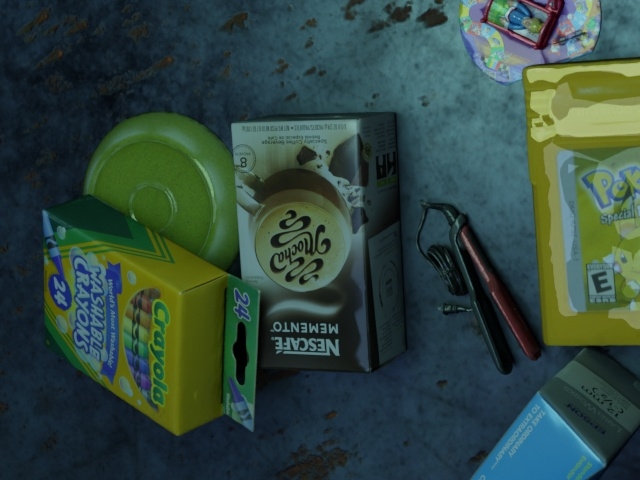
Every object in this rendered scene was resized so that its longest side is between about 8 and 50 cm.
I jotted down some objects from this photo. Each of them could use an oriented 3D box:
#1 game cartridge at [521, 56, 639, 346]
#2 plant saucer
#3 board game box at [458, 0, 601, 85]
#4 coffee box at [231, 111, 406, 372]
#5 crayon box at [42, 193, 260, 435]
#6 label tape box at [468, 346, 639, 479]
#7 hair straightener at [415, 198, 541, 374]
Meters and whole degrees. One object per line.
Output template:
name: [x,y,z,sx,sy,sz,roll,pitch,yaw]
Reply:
game cartridge: [0.372,-0.043,1.884,0.285,0.052,0.324,-2,101,24]
plant saucer: [-0.207,-0.043,2.160,0.241,0.037,0.241,4,100,23]
board game box: [0.230,-0.255,1.927,0.168,0.033,0.133,-20,91,25]
coffee box: [0.000,0.000,2.026,0.168,0.119,0.297,0,99,24]
crayon box: [-0.214,0.097,2.082,0.323,0.083,0.203,27,125,38]
label tape box: [0.222,0.269,1.844,0.115,0.347,0.249,40,112,14]
hair straightener: [0.167,0.057,2.000,0.089,0.047,0.230,-32,85,25]
